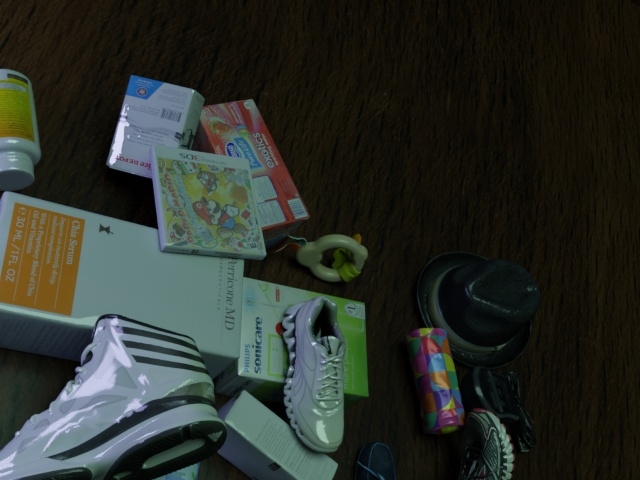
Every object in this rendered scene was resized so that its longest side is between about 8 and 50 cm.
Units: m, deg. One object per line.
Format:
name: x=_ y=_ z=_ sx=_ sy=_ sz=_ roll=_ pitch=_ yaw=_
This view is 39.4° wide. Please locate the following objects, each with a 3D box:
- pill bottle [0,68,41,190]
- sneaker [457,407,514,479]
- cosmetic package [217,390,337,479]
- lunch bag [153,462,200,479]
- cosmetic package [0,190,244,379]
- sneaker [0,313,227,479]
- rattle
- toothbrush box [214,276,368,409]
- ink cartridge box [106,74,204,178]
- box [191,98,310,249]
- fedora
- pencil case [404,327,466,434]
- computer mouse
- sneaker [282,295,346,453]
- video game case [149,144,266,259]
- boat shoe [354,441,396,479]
pill bottle: x=-0.591 y=-0.205 z=1.679 sx=0.117 sy=0.117 sz=0.215 roll=1 pitch=63 yaw=-32
sneaker: x=0.317 y=0.491 z=1.811 sx=0.112 sy=0.121 sz=0.299 roll=7 pitch=80 yaw=-24
cosmetic package: x=-0.095 y=0.391 z=1.650 sx=0.231 sy=0.117 sz=0.085 roll=38 pitch=49 yaw=-7
lunch bag: x=-0.306 y=0.423 z=1.514 sx=0.176 sy=0.090 sz=0.219 roll=21 pitch=55 yaw=-21
cosmetic package: x=-0.376 y=0.096 z=1.613 sx=0.453 sy=0.161 sz=0.230 roll=15 pitch=57 yaw=-26
sneaker: x=-0.380 y=0.279 z=1.430 sx=0.448 sy=0.169 sz=0.257 roll=-21 pitch=54 yaw=3
rattle: x=0.000 y=0.000 z=1.946 sx=0.200 sy=0.130 sz=0.142 roll=14 pitch=55 yaw=-11
toothbrush box: x=-0.056 y=0.211 z=1.775 sx=0.283 sy=0.122 sz=0.206 roll=14 pitch=58 yaw=-24
ink cartridge box: x=-0.329 y=-0.218 z=1.789 sx=0.140 sy=0.082 sz=0.190 roll=15 pitch=89 yaw=11
box: x=-0.172 y=-0.130 z=1.883 sx=0.154 sy=0.142 sz=0.300 roll=-16 pitch=73 yaw=-37
fedora: x=0.393 y=0.136 z=2.080 sx=0.334 sy=0.152 sz=0.334 roll=16 pitch=56 yaw=-24
pencil case: x=0.247 y=0.301 z=1.928 sx=0.104 sy=0.104 sz=0.236 roll=7 pitch=61 yaw=-29
computer mouse: x=0.378 y=0.359 z=1.971 sx=0.272 sy=0.072 sz=0.188 roll=30 pitch=42 yaw=-48
sneaker: x=-0.002 y=0.241 z=1.641 sx=0.110 sy=0.118 sz=0.292 roll=5 pitch=66 yaw=-31
video game case: x=-0.215 y=-0.073 z=1.700 sx=0.206 sy=0.026 sz=0.227 roll=6 pitch=57 yaw=-30
boat shoe: x=0.130 y=0.515 z=1.736 sx=0.109 sy=0.089 sz=0.258 roll=11 pitch=59 yaw=-27
